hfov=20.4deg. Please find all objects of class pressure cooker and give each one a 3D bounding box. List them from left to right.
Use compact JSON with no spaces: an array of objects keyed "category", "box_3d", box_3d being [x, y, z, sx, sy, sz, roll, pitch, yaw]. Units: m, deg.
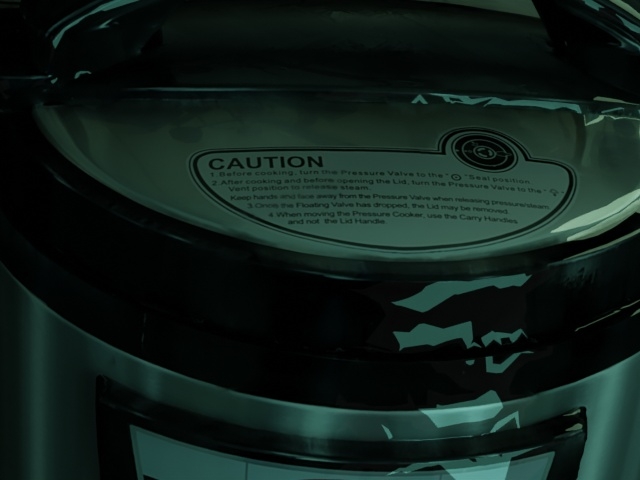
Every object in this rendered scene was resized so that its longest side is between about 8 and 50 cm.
[{"category":"pressure cooker","box_3d":[-0.001,0.030,0.909,0.370,0.375,0.420,-27,135,-42]}]
